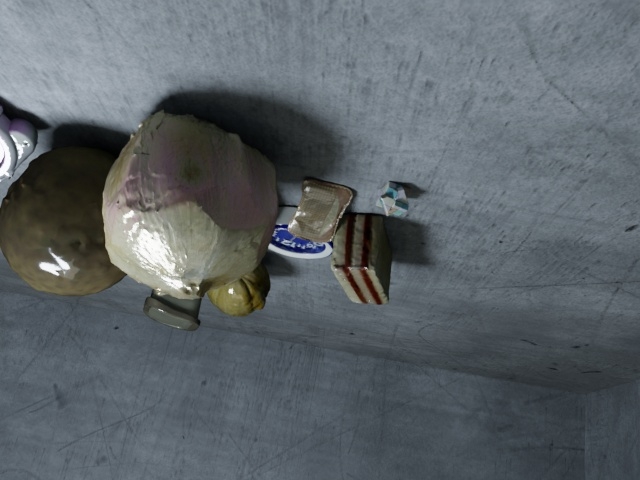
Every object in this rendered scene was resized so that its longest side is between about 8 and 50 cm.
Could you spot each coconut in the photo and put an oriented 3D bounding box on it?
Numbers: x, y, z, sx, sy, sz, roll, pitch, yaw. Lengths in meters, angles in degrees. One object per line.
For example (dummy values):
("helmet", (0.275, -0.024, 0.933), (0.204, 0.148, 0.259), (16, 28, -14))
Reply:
("coconut", (-0.289, -0.045, 1.297), (0.404, 0.405, 0.405), (9, 159, 4))

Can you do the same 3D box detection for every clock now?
("clock", (-0.068, -0.021, 1.723), (0.230, 0.083, 0.230), (8, 161, 3))
("clock", (-0.838, -0.245, 1.384), (0.227, 0.090, 0.248), (-37, 130, 14))

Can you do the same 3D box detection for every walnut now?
("walnut", (-0.294, 0.145, 2.055), (0.283, 0.227, 0.283), (45, 165, 16))

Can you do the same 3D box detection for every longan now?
("longan", (-0.624, -0.052, 1.493), (0.390, 0.391, 0.391), (9, 159, 4))

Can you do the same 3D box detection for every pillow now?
("pillow", (-0.004, -0.073, 1.536), (0.135, 0.034, 0.211), (11, 135, -11))

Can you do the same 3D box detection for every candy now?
("candy", (0.127, 0.060, 1.699), (0.135, 0.180, 0.321), (3, 158, 14))

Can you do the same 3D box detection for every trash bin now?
("trash bin", (-0.550, 0.195, 2.255), (0.219, 0.250, 0.220), (18, 157, -17))

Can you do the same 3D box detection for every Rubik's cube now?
("Rubik's cube", (0.178, -0.097, 1.423), (0.075, 0.073, 0.084), (11, 161, -4))
